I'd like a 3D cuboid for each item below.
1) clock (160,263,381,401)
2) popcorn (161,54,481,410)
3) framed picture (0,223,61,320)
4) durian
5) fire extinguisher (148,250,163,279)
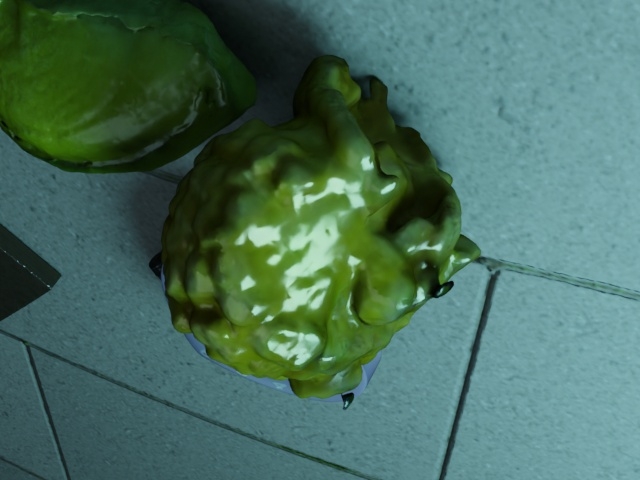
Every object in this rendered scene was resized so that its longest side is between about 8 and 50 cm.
[{"bbox_3d":[-0.047,0.057,0.977,0.198,0.064,0.172,42,144,-16],"label":"clock"},{"bbox_3d":[0.000,0.000,0.751,0.169,0.189,0.218,52,-164,22],"label":"popcorn"},{"bbox_3d":[-0.354,0.024,1.209,0.128,0.023,0.168,42,145,-17],"label":"framed picture"},{"bbox_3d":[-0.163,-0.120,0.819,0.250,0.101,0.139,13,107,25],"label":"durian"},{"bbox_3d":[-0.123,0.044,1.060,0.083,0.022,0.028,52,179,-29],"label":"fire extinguisher"}]
